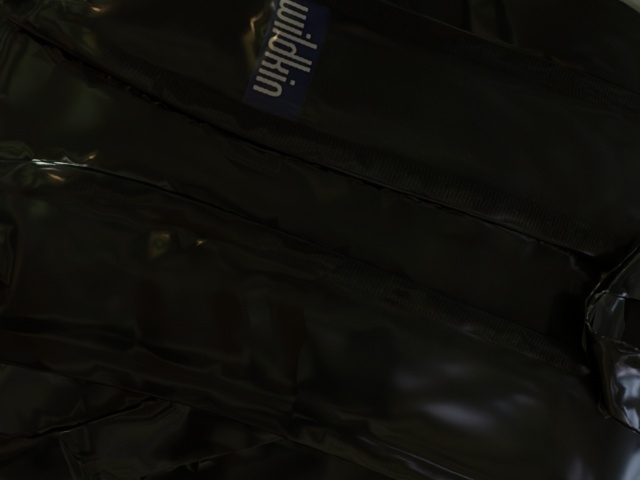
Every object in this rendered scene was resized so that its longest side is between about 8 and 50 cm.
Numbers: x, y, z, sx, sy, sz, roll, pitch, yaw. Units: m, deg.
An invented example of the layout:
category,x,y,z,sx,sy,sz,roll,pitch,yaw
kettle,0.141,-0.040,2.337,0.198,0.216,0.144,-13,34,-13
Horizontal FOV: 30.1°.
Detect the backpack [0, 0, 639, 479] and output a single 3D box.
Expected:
category,x,y,z,sx,sy,sz,roll,pitch,yaw
backpack,0.000,0.000,0.397,0.254,0.225,0.191,17,-6,-7
